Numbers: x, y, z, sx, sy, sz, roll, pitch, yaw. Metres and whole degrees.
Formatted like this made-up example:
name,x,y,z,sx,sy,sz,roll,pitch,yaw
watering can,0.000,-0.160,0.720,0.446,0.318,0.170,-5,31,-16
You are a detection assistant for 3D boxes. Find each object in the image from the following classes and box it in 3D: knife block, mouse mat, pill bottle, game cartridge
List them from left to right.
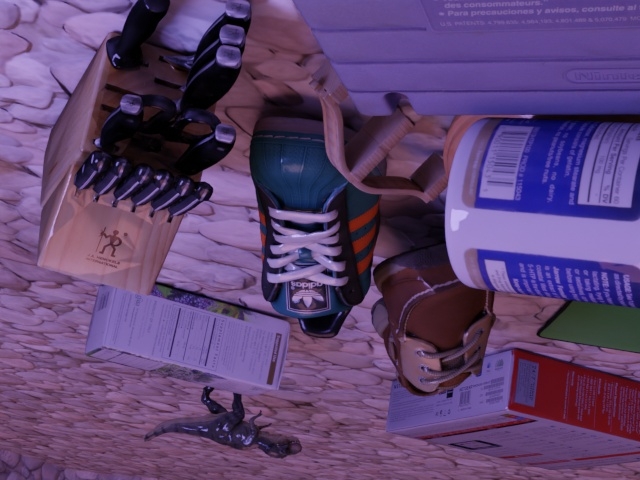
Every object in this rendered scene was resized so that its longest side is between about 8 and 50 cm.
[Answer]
name,x,y,z,sx,sy,sz,roll,pitch,yaw
knife block,-0.129,-0.098,0.820,0.088,0.242,0.275,17,-156,-20
pill bottle,0.180,-0.016,0.681,0.187,0.112,0.112,7,162,27
mouse mat,0.335,0.096,1.252,0.153,0.007,0.189,9,162,0
game cartridge,0.160,-0.137,0.582,0.355,0.068,0.230,2,156,19

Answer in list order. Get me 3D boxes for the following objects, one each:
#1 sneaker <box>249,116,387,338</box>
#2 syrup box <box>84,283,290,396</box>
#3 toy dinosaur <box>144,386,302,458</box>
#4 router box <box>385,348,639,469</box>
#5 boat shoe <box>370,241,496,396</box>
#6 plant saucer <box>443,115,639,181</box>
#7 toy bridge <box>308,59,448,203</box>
name,x,y,z,sx,sy,sz,roll,pitch,yaw
sneaker,0.000,0.000,0.950,0.108,0.121,0.302,5,161,11
syrup box,-0.167,0.124,1.427,0.237,0.096,0.093,17,162,-22
toy dinosaur,-0.160,0.294,1.881,0.268,0.118,0.064,5,161,12
router box,0.302,0.250,1.595,0.301,0.082,0.335,16,160,-21
boat shoe,0.121,0.083,1.096,0.123,0.120,0.324,-15,164,-2
plant saucer,0.178,-0.029,0.806,0.200,0.037,0.200,22,150,14
toy bridge,0.038,-0.071,0.820,0.026,0.063,0.188,48,-174,35
